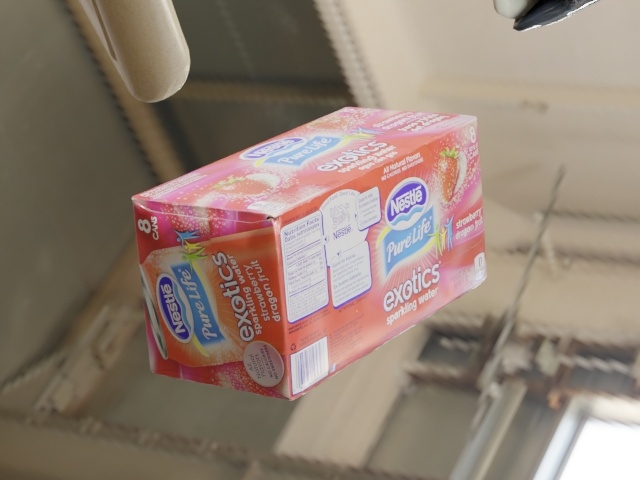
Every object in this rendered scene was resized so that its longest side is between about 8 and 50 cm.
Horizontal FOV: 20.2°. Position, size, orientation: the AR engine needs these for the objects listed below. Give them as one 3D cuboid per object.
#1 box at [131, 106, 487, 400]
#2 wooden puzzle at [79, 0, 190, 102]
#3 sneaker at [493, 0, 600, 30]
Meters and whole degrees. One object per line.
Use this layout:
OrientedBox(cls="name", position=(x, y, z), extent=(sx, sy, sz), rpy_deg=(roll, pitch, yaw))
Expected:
OrientedBox(cls="box", position=(0.000, 0.000, 1.231), extent=(0.122, 0.257, 0.128), rpy_deg=(8, -68, 34))
OrientedBox(cls="wooden puzzle", position=(-0.122, -0.192, 0.795), extent=(0.238, 0.044, 0.221), rpy_deg=(45, -24, 62))
OrientedBox(cls="sneaker", position=(0.132, -0.192, 1.158), extent=(0.235, 0.153, 0.094), rpy_deg=(13, -64, 48))
